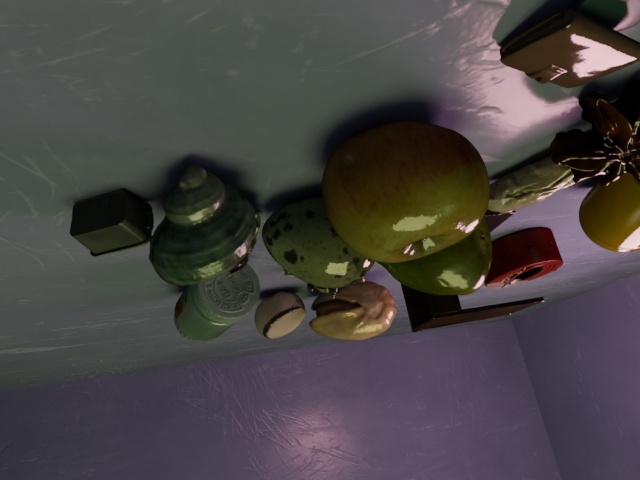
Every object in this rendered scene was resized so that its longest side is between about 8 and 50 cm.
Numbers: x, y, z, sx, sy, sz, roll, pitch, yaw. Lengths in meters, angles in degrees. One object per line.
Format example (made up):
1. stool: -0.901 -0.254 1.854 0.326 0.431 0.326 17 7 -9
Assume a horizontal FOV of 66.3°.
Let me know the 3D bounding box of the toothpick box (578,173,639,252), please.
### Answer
1. toothpick box: 0.686 -0.095 1.052 0.175 0.174 0.271 -13 157 5

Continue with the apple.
1. apple: 0.128 -0.074 0.773 0.261 0.193 0.261 -11 161 -4

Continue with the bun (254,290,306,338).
1. bun: -0.139 0.231 1.597 0.173 0.120 0.172 -28 149 -18

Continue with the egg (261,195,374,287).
1. egg: 0.000 0.000 0.946 0.228 0.177 0.177 10 160 3

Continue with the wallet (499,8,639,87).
1. wallet: 0.314 -0.237 0.619 0.153 0.038 0.118 4 171 -30

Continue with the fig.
1. fig: 0.183 -0.006 0.984 0.314 0.233 0.233 10 166 17

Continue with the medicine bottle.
1. medicine bottle: -0.282 0.165 1.279 0.158 0.158 0.318 0 158 -29

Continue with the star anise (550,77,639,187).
1. star anise: 0.489 -0.166 0.803 0.220 0.125 0.190 23 119 -20

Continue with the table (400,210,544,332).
1. table: 0.358 0.075 1.234 0.282 0.250 0.196 -7 160 -8

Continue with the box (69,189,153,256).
1. box: -0.348 -0.031 0.814 0.122 0.084 0.069 -15 151 9

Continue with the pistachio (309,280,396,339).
1. pistachio: 0.098 0.235 1.629 0.318 0.193 0.214 -13 153 39

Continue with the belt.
1. belt: 0.628 0.068 1.561 0.227 0.115 0.324 -9 161 -2

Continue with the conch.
1. conch: -0.186 -0.015 0.827 0.220 0.195 0.277 -38 145 -23

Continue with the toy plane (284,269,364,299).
1. toy plane: 0.020 0.112 1.390 0.229 0.092 0.244 4 166 18

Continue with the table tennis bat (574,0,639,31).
1. table tennis bat: 0.370 -0.295 0.529 0.124 0.033 0.201 -5 162 -18

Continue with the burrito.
1. burrito: 0.503 -0.146 0.947 0.392 0.076 0.117 -27 156 37
